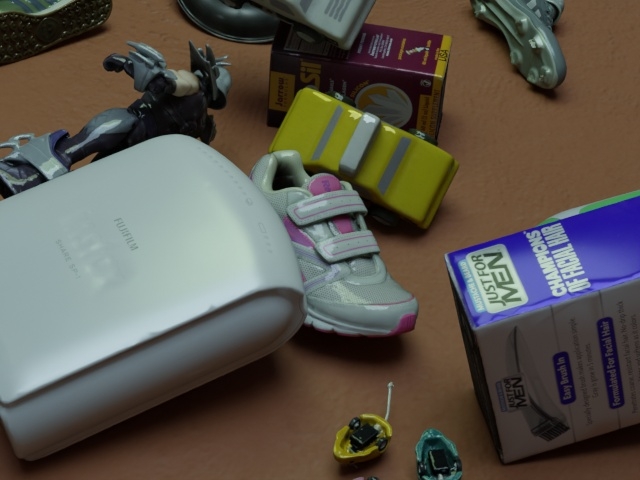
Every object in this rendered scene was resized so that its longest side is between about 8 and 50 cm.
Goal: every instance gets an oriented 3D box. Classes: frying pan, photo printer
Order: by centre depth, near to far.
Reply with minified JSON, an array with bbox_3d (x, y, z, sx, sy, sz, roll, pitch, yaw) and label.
[{"bbox_3d":[-0.179,0.037,1.546,0.308,0.107,0.256,-23,48,-13],"label":"photo printer"},{"bbox_3d":[-0.023,-0.356,2.012,0.326,0.053,0.197,-30,70,-10],"label":"frying pan"}]

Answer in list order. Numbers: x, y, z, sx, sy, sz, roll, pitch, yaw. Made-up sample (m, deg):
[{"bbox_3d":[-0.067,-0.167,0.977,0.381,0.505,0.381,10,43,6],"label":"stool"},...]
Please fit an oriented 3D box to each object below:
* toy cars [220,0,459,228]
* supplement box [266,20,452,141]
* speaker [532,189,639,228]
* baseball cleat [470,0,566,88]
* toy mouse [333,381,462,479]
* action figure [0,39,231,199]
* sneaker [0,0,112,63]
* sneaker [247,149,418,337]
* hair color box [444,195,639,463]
[{"bbox_3d":[0.003,-0.184,1.740,0.176,0.087,0.393,-23,79,-1],"label":"toy cars"},{"bbox_3d":[0.041,-0.173,1.845,0.188,0.104,0.081,9,42,5],"label":"supplement box"},{"bbox_3d":[0.345,0.006,1.657,0.297,0.131,0.131,-15,45,-22],"label":"speaker"},{"bbox_3d":[0.254,-0.253,1.982,0.109,0.072,0.206,-9,46,-25],"label":"baseball cleat"},{"bbox_3d":[0.071,0.209,1.469,0.143,0.031,0.161,29,47,25],"label":"toy mouse"},{"bbox_3d":[-0.197,-0.108,1.702,0.285,0.185,0.099,-36,56,-24],"label":"action figure"},{"bbox_3d":[-0.340,-0.258,1.941,0.192,0.064,0.086,-22,41,-28],"label":"sneaker"},{"bbox_3d":[0.000,0.000,1.621,0.252,0.111,0.103,38,33,31],"label":"sneaker"},{"bbox_3d":[0.293,0.057,1.487,0.339,0.185,0.110,-17,43,-2],"label":"hair color box"}]
